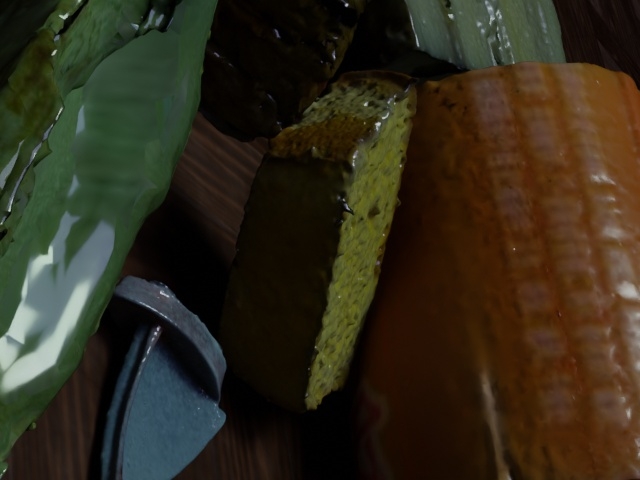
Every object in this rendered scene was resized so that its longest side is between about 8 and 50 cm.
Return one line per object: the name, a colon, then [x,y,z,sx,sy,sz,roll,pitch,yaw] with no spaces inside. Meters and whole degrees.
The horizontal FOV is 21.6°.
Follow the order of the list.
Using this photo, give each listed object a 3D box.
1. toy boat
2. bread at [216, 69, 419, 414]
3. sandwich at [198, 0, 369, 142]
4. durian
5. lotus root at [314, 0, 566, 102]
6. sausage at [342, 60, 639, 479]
toy boat: [-0.080,0.086,0.785,0.096,0.034,0.122,51,34,-34]
bread: [0.000,0.000,0.895,0.103,0.065,0.187,-36,145,-57]
sandwich: [-0.070,-0.196,0.905,0.249,0.095,0.273,42,24,-7]
durian: [-0.102,-0.020,0.594,0.163,0.198,0.394,49,38,-26]
lotus root: [0.050,-0.208,1.230,0.267,0.149,0.260,10,62,-58]
sausage: [0.123,0.065,1.011,0.233,0.233,0.287,40,35,-49]
